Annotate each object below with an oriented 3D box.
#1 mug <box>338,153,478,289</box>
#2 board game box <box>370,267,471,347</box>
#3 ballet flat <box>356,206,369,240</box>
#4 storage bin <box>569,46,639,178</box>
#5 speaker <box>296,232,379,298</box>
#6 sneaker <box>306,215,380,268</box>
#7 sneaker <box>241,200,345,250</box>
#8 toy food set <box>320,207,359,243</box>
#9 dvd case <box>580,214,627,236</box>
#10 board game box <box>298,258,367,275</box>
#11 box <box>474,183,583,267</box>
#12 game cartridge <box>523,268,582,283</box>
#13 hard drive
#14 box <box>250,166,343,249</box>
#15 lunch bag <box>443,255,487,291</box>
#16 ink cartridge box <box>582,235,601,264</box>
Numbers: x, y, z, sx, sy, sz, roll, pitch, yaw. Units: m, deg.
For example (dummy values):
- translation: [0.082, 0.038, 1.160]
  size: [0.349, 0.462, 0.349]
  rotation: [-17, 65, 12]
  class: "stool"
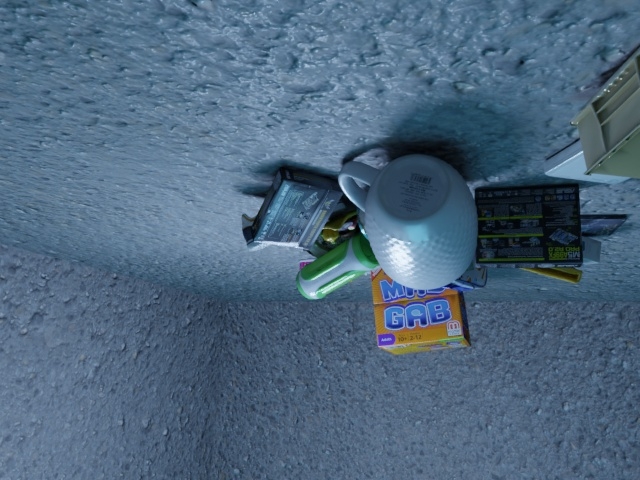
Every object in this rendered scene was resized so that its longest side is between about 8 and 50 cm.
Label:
- translation: [0.204, -0.079, 1.424]
  size: [0.374, 0.276, 0.328]
  rotation: [30, 169, 23]
  class: "mug"
- translation: [0.445, 0.292, 2.530]
  size: [0.356, 0.357, 0.356]
  rotation: [-10, 161, 16]
  class: "board game box"
- translation: [0.225, -0.055, 1.773]
  size: [0.146, 0.147, 0.409]
  rotation: [-2, 172, 20]
  class: "ballet flat"
- translation: [0.606, -0.207, 0.938]
  size: [0.262, 0.123, 0.260]
  rotation: [5, 156, -8]
  class: "storage bin"
- translation: [0.056, 0.086, 1.851]
  size: [0.131, 0.131, 0.296]
  rotation: [15, 144, -41]
  class: "speaker"
- translation: [0.140, -0.010, 1.958]
  size: [0.410, 0.158, 0.182]
  rotation: [6, 150, -32]
  class: "sneaker"
- translation: [-0.089, -0.084, 1.738]
  size: [0.320, 0.128, 0.126]
  rotation: [-22, 171, -2]
  class: "sneaker"
- translation: [0.076, -0.041, 1.736]
  size: [0.128, 0.071, 0.217]
  rotation: [-20, -175, 39]
  class: "toy food set"
- translation: [0.874, -0.044, 1.863]
  size: [0.164, 0.018, 0.221]
  rotation: [0, 167, 13]
  class: "dvd case"
- translation: [0.157, 0.139, 2.739]
  size: [0.389, 0.051, 0.390]
  rotation: [-7, 164, 37]
  class: "board game box"
- translation: [0.552, -0.036, 1.543]
  size: [0.269, 0.217, 0.060]
  rotation: [-2, 166, 18]
  class: "box"
- translation: [0.710, 0.069, 2.014]
  size: [0.285, 0.053, 0.324]
  rotation: [15, -176, -1]
  class: "game cartridge"
- translation: [0.654, -0.196, 1.228]
  size: [0.202, 0.040, 0.307]
  rotation: [6, 166, -10]
  class: "hard drive"
- translation: [-0.068, -0.082, 1.591]
  size: [0.182, 0.056, 0.231]
  rotation: [9, 131, -27]
  class: "box"
- translation: [0.430, 0.046, 1.860]
  size: [0.114, 0.243, 0.303]
  rotation: [-9, 163, 41]
  class: "lunch bag"
- translation: [0.805, 0.018, 1.939]
  size: [0.230, 0.078, 0.134]
  rotation: [15, 169, -14]
  class: "ink cartridge box"
